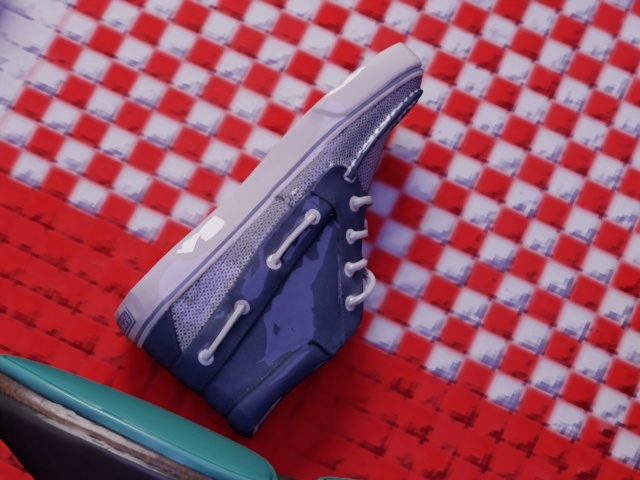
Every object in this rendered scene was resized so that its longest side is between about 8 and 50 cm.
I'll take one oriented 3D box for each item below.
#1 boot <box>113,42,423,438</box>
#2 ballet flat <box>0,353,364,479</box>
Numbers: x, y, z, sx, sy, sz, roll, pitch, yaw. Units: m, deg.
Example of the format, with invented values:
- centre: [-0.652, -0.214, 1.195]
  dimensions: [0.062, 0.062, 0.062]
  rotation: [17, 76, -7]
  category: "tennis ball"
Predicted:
- centre: [0.000, 0.000, 0.922]
  dimensions: [0.086, 0.069, 0.190]
  rotation: [43, 80, 6]
  category: "boot"
- centre: [-0.021, 0.131, 0.844]
  dimensions: [0.280, 0.095, 0.096]
  rotation: [17, 91, -2]
  category: "ballet flat"
